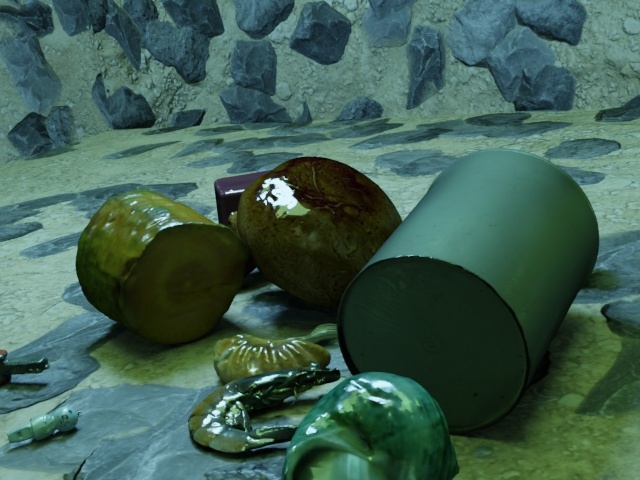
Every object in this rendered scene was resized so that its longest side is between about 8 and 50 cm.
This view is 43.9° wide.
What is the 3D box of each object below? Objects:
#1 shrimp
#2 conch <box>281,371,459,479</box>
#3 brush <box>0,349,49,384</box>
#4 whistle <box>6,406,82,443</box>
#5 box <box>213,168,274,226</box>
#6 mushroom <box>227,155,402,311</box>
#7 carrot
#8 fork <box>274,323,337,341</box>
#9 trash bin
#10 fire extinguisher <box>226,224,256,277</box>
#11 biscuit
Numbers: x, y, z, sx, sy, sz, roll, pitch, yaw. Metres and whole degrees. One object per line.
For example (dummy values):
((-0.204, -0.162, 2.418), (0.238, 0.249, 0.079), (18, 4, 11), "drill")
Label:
((-0.068, 0.224, 1.051), (0.217, 0.051, 0.150), (-18, 23, -9), "shrimp")
((0.056, 0.235, 0.834), (0.202, 0.134, 0.196), (-4, 58, -8), "conch")
((-0.586, 0.214, 1.289), (0.323, 0.051, 0.070), (-6, 11, 16), "brush")
((-0.378, 0.255, 1.092), (0.100, 0.035, 0.035), (-16, 20, -21), "whistle")
((-0.099, -0.064, 1.758), (0.294, 0.167, 0.193), (-11, 20, -10), "box")
((0.010, -0.017, 1.417), (0.345, 0.239, 0.345), (4, 54, -5), "mushroom")
((-0.293, 0.039, 1.389), (0.242, 0.241, 0.341), (-20, 24, -34), "carrot")
((-0.054, 0.158, 1.269), (0.220, 0.028, 0.034), (-7, 23, 1), "fork")
((0.222, 0.047, 1.117), (0.280, 0.280, 0.432), (2, 24, 28), "trash bin")
((-0.161, -0.004, 1.594), (0.337, 0.106, 0.147), (-40, 45, -16), "fire extinguisher")
((-0.081, 0.175, 1.172), (0.183, 0.061, 0.118), (2, 23, 18), "biscuit")
